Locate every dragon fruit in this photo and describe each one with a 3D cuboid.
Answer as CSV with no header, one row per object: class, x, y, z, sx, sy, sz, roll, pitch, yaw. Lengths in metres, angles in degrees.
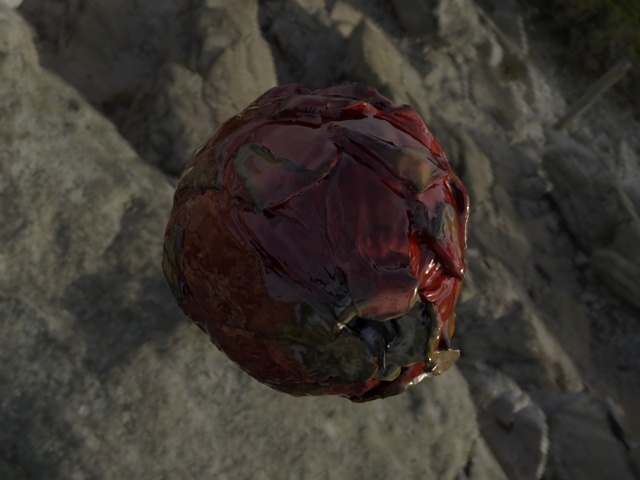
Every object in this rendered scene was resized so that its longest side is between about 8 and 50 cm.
dragon fruit,0.000,0.000,0.962,0.277,0.277,0.342,35,32,-20
